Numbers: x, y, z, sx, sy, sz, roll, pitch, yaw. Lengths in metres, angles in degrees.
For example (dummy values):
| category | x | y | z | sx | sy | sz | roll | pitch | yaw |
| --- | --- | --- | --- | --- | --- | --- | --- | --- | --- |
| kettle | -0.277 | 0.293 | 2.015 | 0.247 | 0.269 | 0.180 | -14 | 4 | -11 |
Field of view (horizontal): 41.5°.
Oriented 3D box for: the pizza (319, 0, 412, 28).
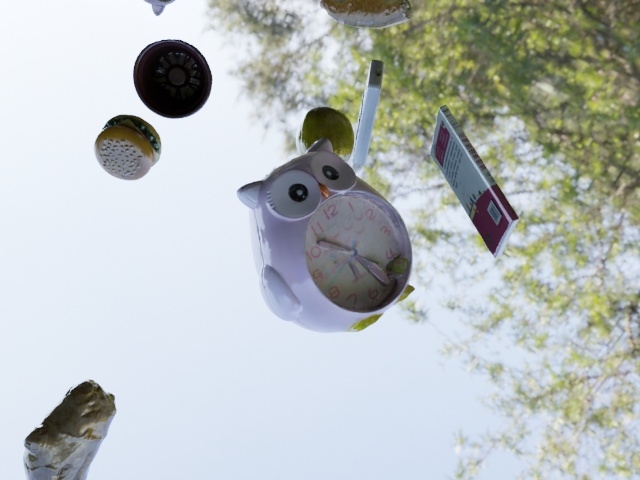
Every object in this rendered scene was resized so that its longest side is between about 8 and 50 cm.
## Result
| category | x | y | z | sx | sy | sz | roll | pitch | yaw |
| --- | --- | --- | --- | --- | --- | --- | --- | --- | --- |
| pizza | 0.077 | -0.438 | 1.348 | 0.154 | 0.193 | 0.069 | 9 | -165 | 31 |

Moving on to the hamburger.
| category | x | y | z | sx | sy | sz | roll | pitch | yaw |
| --- | --- | --- | --- | --- | --- | --- | --- | --- | --- |
| hamburger | -0.464 | -0.222 | 2.027 | 0.162 | 0.162 | 0.115 | 26 | -144 | -3 |

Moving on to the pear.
| category | x | y | z | sx | sy | sz | roll | pitch | yaw |
| --- | --- | --- | --- | --- | --- | --- | --- | --- | --- |
| pear | 0.014 | -0.249 | 2.098 | 0.149 | 0.162 | 0.149 | -5 | -178 | 0 |

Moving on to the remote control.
| category | x | y | z | sx | sy | sz | roll | pitch | yaw |
| --- | --- | --- | --- | --- | --- | --- | --- | --- | --- |
| remote control | 0.084 | -0.225 | 1.523 | 0.029 | 0.190 | 0.087 | 10 | -133 | 0 |

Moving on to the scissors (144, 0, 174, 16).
| category | x | y | z | sx | sy | sz | roll | pitch | yaw |
| --- | --- | --- | --- | --- | --- | --- | --- | --- | --- |
| scissors | -0.273 | -0.577 | 1.621 | 0.160 | 0.317 | 0.024 | 27 | -148 | -27 |

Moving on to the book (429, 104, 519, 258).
| category | x | y | z | sx | sy | sz | roll | pitch | yaw |
| --- | --- | --- | --- | --- | --- | --- | --- | --- | --- |
| book | 0.252 | -0.095 | 1.411 | 0.022 | 0.162 | 0.231 | -24 | -111 | -9 |

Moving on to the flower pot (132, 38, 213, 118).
| category | x | y | z | sx | sy | sz | roll | pitch | yaw |
| --- | --- | --- | --- | --- | --- | --- | --- | --- | --- |
| flower pot | -0.204 | -0.232 | 1.196 | 0.111 | 0.111 | 0.089 | 23 | -167 | -8 |

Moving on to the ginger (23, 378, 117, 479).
| category | x | y | z | sx | sy | sz | roll | pitch | yaw |
| --- | --- | --- | --- | --- | --- | --- | --- | --- | --- |
| ginger | -0.517 | 0.439 | 1.693 | 0.126 | 0.354 | 0.190 | 29 | -158 | 29 |

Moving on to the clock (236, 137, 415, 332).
| category | x | y | z | sx | sy | sz | roll | pitch | yaw |
| --- | --- | --- | --- | --- | --- | --- | --- | --- | --- |
| clock | 0.000 | 0.000 | 1.822 | 0.368 | 0.250 | 0.376 | -34 | -81 | -28 |
